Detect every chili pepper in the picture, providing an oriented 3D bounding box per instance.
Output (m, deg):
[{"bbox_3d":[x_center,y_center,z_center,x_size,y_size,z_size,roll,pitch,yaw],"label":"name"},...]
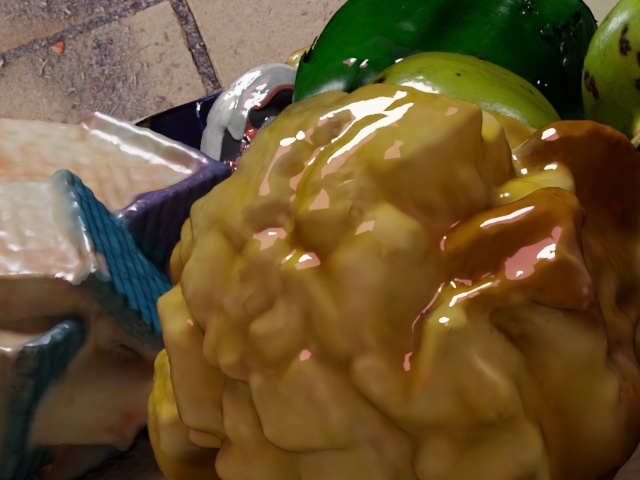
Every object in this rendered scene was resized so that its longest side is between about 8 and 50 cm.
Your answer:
[{"bbox_3d":[0.092,-0.094,1.298,0.248,0.233,0.257,-7,19,26],"label":"chili pepper"}]

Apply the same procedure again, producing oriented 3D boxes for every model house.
[{"bbox_3d":[-0.179,0.060,1.155,0.280,0.245,0.312,3,30,-22],"label":"model house"}]

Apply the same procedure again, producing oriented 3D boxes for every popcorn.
[{"bbox_3d":[0.030,0.037,0.828,0.265,0.225,0.332,-35,5,-37],"label":"popcorn"}]

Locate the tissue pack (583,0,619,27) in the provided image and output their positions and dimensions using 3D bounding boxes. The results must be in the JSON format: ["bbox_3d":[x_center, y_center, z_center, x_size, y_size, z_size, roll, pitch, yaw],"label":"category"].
[{"bbox_3d":[0.376,-0.287,1.575,0.380,0.297,0.207,-17,9,25],"label":"tissue pack"}]

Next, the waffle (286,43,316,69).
[{"bbox_3d":[0.082,-0.165,1.876,0.057,0.168,0.274,-1,19,44],"label":"waffle"}]

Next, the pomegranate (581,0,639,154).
[{"bbox_3d":[0.265,-0.092,1.189,0.156,0.156,0.220,-17,52,17],"label":"pomegranate"}]

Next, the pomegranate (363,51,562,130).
[{"bbox_3d":[0.104,-0.028,1.078,0.246,0.198,0.198,-15,9,-15],"label":"pomegranate"}]

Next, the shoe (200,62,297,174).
[{"bbox_3d":[-0.046,-0.058,1.535,0.099,0.227,0.125,24,-12,-40],"label":"shoe"}]

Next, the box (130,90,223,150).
[{"bbox_3d":[-0.179,-0.046,1.758,0.259,0.168,0.071,-14,10,36],"label":"box"}]
